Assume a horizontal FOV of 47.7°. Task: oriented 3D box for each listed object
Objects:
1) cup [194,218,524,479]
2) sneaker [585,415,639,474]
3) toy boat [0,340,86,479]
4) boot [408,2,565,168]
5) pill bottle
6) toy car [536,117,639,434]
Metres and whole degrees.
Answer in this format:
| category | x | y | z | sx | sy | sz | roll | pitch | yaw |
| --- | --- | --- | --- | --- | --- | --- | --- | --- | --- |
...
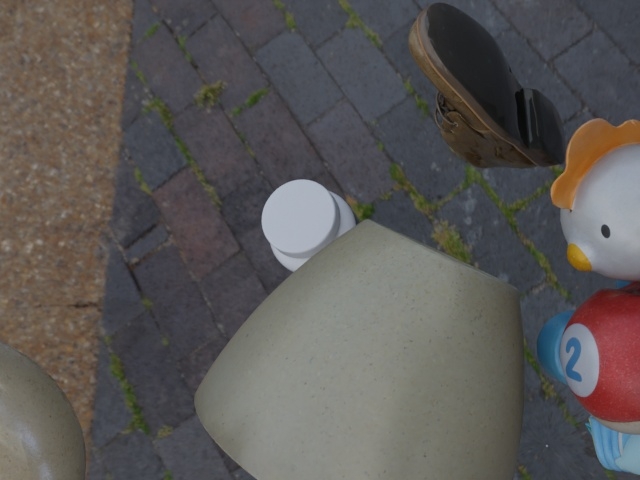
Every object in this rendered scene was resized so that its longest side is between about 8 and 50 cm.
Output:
| category | x | y | z | sx | sy | sz | roll | pitch | yaw |
| --- | --- | --- | --- | --- | --- | --- | --- | --- | --- |
| cup | 0.073 | 0.119 | 0.733 | 0.331 | 0.331 | 0.237 | 27 | 95 | 22 |
| sneaker | 0.639 | 0.326 | 1.417 | 0.319 | 0.208 | 0.127 | -42 | 105 | -34 |
| toy boat | -0.361 | 0.184 | 0.610 | 0.318 | 0.148 | 0.267 | 9 | 107 | -12 |
| boot | 0.165 | -0.148 | 0.804 | 0.115 | 0.305 | 0.112 | -10 | 66 | 36 |
| pill bottle | 0.000 | 0.000 | 1.737 | 0.210 | 0.363 | 0.210 | -5 | 72 | 15 |
| toy car | 0.257 | 0.015 | 0.600 | 0.210 | 0.219 | 0.238 | -39 | 101 | -5 |
